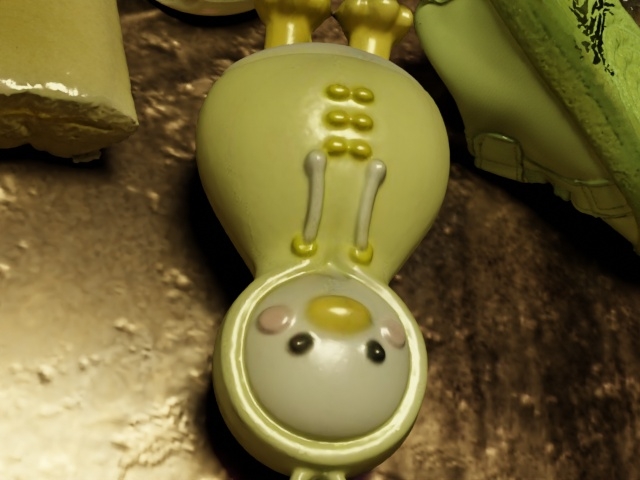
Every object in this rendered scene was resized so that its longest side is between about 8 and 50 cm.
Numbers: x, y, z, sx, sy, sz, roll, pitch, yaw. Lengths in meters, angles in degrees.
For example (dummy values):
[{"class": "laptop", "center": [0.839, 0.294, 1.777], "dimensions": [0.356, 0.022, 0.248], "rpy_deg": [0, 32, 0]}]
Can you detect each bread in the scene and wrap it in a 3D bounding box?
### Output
[{"class": "bread", "center": [-0.180, -0.131, 0.519], "dimensions": [0.139, 0.060, 0.178], "rpy_deg": [3, 57, -25]}]

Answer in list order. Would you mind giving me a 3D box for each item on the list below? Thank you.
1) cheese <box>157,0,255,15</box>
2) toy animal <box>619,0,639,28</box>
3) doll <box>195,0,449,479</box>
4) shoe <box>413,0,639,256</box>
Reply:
[{"class": "cheese", "center": [-0.050, -0.239, 0.652], "dimensions": [0.137, 0.064, 0.227], "rpy_deg": [41, 52, 1]}, {"class": "toy animal", "center": [0.278, -0.118, 0.712], "dimensions": [0.069, 0.086, 0.220], "rpy_deg": [-25, 47, -13]}, {"class": "doll", "center": [0.004, -0.006, 0.485], "dimensions": [0.141, 0.117, 0.296], "rpy_deg": [9, 55, -17]}, {"class": "shoe", "center": [0.166, -0.102, 0.625], "dimensions": [0.262, 0.128, 0.140], "rpy_deg": [51, 56, -24]}]
